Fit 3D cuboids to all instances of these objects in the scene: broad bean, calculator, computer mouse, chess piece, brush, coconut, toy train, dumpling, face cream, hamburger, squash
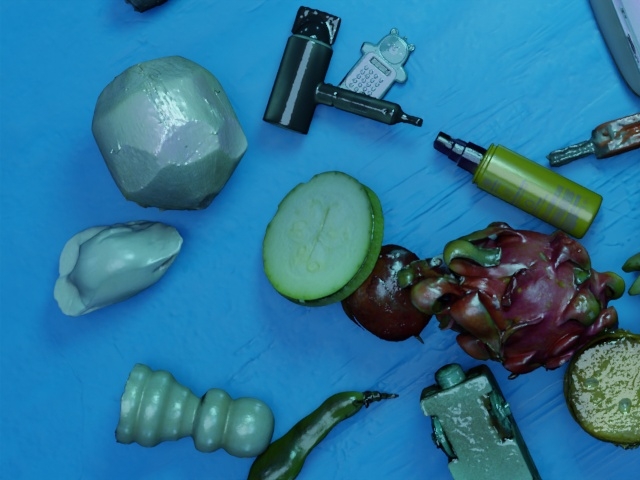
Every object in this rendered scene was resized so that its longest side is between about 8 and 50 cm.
[{"bbox_3d":[-0.026,0.323,1.972,0.325,0.067,0.075,-41,70,2],"label":"broad bean"},{"bbox_3d":[0.092,-0.272,1.974,0.094,0.019,0.141,41,95,7],"label":"calculator"},{"bbox_3d":[0.505,-0.365,1.900,0.158,0.072,0.310,-22,89,5],"label":"computer mouse"},{"bbox_3d":[-0.194,0.284,1.968,0.243,0.133,0.133,13,92,-1],"label":"chess piece"},{"bbox_3d":[0.506,-0.175,1.905,0.323,0.070,0.051,-17,85,7],"label":"brush"},{"bbox_3d":[-0.232,-0.154,1.911,0.227,0.227,0.230,-27,81,6],"label":"coconut"},{"bbox_3d":[0.261,0.334,1.897,0.129,0.159,0.326,-25,92,9],"label":"toy train"},{"bbox_3d":[-0.330,0.027,1.987,0.228,0.124,0.151,-24,52,1],"label":"dumpling"},{"bbox_3d":[0.301,-0.096,1.924,0.273,0.078,0.078,27,94,6],"label":"face cream"},{"bbox_3d":[0.469,0.227,1.891,0.191,0.118,0.182,24,97,9],"label":"hamburger"},{"bbox_3d":[0.003,0.001,1.920,0.219,0.041,0.219,-16,61,32],"label":"squash"}]

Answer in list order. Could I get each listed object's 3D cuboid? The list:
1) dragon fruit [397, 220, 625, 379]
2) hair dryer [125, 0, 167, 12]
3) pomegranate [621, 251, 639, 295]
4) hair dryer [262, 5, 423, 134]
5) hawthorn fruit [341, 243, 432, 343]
[{"bbox_3d":[0.288,0.085,1.836,0.307,0.227,0.243,-23,74,-36],"label":"dragon fruit"},{"bbox_3d":[-0.296,-0.524,1.974,0.271,0.091,0.235,41,86,-1],"label":"hair dryer"},{"bbox_3d":[0.627,-0.020,1.837,0.358,0.216,0.310,-34,87,36],"label":"pomegranate"},{"bbox_3d":[0.052,-0.244,1.942,0.248,0.078,0.196,19,92,10],"label":"hair dryer"},{"bbox_3d":[0.114,0.091,1.920,0.148,0.148,0.172,-39,102,5],"label":"hawthorn fruit"}]
